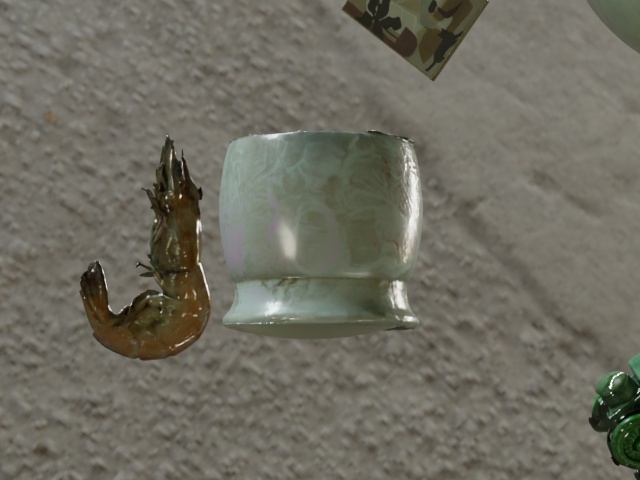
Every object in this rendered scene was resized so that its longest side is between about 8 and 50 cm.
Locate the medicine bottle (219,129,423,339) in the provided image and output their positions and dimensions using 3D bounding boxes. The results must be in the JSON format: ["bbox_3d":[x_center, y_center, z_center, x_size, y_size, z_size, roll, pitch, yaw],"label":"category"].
[{"bbox_3d":[0.000,0.000,0.941,0.147,0.147,0.143,5,83,-38],"label":"medicine bottle"}]

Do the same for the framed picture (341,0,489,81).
[{"bbox_3d":[0.132,-0.337,1.875,0.201,0.136,0.010,43,17,30],"label":"framed picture"}]

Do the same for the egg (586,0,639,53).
[{"bbox_3d":[0.285,-0.254,0.943,0.230,0.230,0.371,27,32,-16],"label":"egg"}]

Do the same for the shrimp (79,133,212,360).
[{"bbox_3d":[-0.228,0.015,1.673,0.169,0.295,0.058,-8,15,-18],"label":"shrimp"}]

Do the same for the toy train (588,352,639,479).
[{"bbox_3d":[0.502,0.264,1.817,0.266,0.202,0.145,49,10,-14],"label":"toy train"}]
